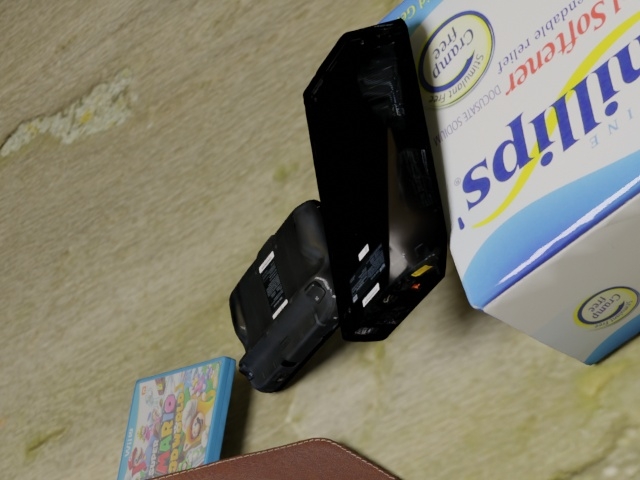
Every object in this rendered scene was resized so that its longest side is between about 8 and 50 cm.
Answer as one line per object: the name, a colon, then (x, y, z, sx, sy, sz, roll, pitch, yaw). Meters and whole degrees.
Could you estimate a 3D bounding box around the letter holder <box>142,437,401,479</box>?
letter holder: (0.006, 0.286, 1.325, 0.302, 0.214, 0.152, 31, 126, 48)

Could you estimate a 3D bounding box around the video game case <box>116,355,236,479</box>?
video game case: (-0.129, 0.169, 1.576, 0.166, 0.015, 0.119, -20, 57, 56)

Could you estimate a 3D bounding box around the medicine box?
medicine box: (0.208, -0.108, 1.291, 0.263, 0.149, 0.289, -39, 46, 26)

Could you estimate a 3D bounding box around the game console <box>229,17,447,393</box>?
game console: (0.000, 0.000, 1.418, 0.361, 0.044, 0.213, 130, 137, -56)
